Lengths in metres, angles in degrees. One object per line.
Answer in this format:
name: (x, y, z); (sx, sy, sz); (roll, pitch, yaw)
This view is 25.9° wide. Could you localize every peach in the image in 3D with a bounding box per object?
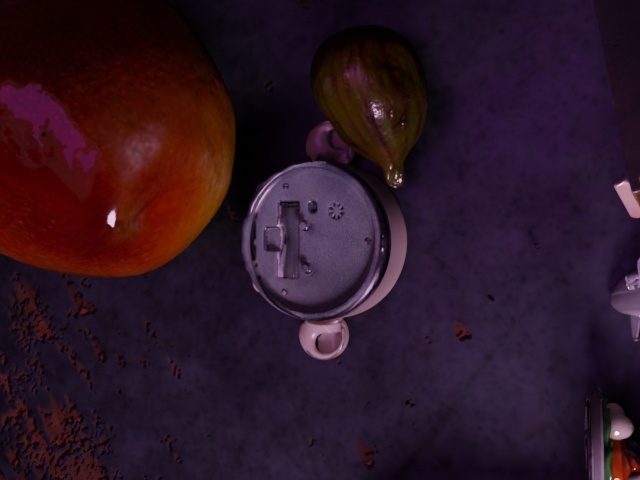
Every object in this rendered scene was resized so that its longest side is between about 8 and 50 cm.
peach: (-0.228, -0.106, 1.280); (0.308, 0.308, 0.332); (-55, 43, 14)

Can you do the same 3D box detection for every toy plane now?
toy plane: (0.309, 0.042, 1.179); (0.171, 0.162, 0.066); (-28, 56, 51)

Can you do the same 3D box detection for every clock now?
clock: (0.000, 0.000, 1.324); (0.155, 0.063, 0.229); (4, 91, 20)

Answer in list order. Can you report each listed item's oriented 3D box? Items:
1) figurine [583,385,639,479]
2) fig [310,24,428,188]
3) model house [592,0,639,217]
figurine: (0.304, 0.187, 1.187); (0.153, 0.132, 0.132); (-1, 91, 9)
fig: (0.050, -0.121, 1.282); (0.109, 0.103, 0.155); (-12, 98, -20)
model house: (0.320, -0.121, 1.110); (0.169, 0.244, 0.326); (-17, 52, 18)
